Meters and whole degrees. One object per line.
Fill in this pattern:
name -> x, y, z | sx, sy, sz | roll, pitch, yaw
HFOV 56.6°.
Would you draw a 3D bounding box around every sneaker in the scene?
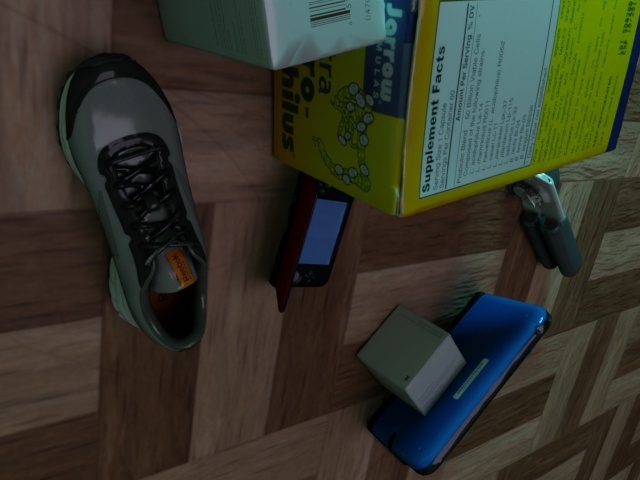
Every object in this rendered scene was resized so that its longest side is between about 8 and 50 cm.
sneaker -> -0.144, -0.023, 0.514 | 0.100, 0.108, 0.272 | -23, 124, -28

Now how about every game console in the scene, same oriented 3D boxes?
game console -> 0.000, 0.000, 0.660 | 0.124, 0.085, 0.144 | 4, 109, -41
game console -> 0.234, 0.244, 0.932 | 0.173, 0.250, 0.293 | 46, 79, -17

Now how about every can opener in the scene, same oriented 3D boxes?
can opener -> 0.377, -0.039, 0.965 | 0.093, 0.074, 0.280 | -48, 134, -12

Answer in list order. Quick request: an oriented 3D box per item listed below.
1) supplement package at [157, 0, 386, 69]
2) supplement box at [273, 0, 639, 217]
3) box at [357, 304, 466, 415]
supplement package -> -0.047, -0.203, 0.450 | 0.105, 0.179, 0.105 | -25, 126, -28
supplement box -> 0.148, -0.180, 0.617 | 0.356, 0.195, 0.194 | -17, 121, -34
box -> 0.130, 0.169, 0.844 | 0.102, 0.101, 0.087 | -48, 133, -12
